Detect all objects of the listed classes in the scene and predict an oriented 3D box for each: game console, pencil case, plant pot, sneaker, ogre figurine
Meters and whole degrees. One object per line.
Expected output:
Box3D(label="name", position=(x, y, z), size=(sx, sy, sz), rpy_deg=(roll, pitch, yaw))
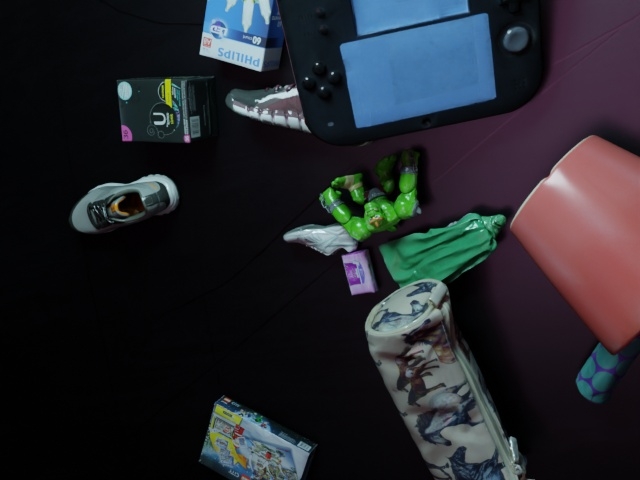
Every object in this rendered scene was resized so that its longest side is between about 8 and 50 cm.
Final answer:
Box3D(label="game console", position=(0.140, -0.324, 1.210), size=(0.386, 0.060, 0.342), rpy_deg=(-11, 128, 3))
Box3D(label="pencil case", position=(0.221, 0.267, 1.378), size=(0.183, 0.160, 0.410), rpy_deg=(-16, 107, 35))
Box3D(label="plant pot", position=(0.440, -0.009, 1.193), size=(0.243, 0.275, 0.275), rpy_deg=(44, 118, 19))
Box3D(label="pencil case", position=(0.486, 0.198, 1.324), size=(0.064, 0.070, 0.152), rpy_deg=(53, 128, 44))
Box3D(label="sneaker", position=(-0.425, -0.071, 1.647), size=(0.271, 0.108, 0.100), rpy_deg=(-14, 100, 29))
Box3D(label="ogre figurine", position=(0.101, -0.073, 1.414), size=(0.197, 0.097, 0.118), rpy_deg=(-22, 78, 5))
Box3D(label="sneaker", position=(0.000, 0.000, 1.500), size=(0.152, 0.053, 0.061), rpy_deg=(-3, 106, 25))
Box3D(label="sneaker", position=(-0.023, -0.276, 1.417), size=(0.281, 0.106, 0.163), rpy_deg=(16, 105, 10))

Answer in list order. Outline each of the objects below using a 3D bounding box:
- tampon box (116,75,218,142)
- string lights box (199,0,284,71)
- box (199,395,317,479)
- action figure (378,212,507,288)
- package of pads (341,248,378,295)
Box3D(label="tampon box", position=(-0.295, -0.254, 1.537), size=(0.160, 0.101, 0.121), rpy_deg=(4, 105, 24))
Box3D(label="string lights box", position=(-0.123, -0.446, 1.418), size=(0.133, 0.076, 0.260), rpy_deg=(19, 112, 18))
Box3D(label="box", position=(-0.136, 0.452, 1.693), size=(0.233, 0.044, 0.159), rpy_deg=(24, 113, 17))
Box3D(label="action figure", position=(0.226, 0.017, 1.394), size=(0.232, 0.063, 0.137), rpy_deg=(-31, 88, 32))
Box3D(label="package of pads", position=(0.074, 0.061, 1.494), size=(0.050, 0.032, 0.083), rpy_deg=(-11, 99, 26))
